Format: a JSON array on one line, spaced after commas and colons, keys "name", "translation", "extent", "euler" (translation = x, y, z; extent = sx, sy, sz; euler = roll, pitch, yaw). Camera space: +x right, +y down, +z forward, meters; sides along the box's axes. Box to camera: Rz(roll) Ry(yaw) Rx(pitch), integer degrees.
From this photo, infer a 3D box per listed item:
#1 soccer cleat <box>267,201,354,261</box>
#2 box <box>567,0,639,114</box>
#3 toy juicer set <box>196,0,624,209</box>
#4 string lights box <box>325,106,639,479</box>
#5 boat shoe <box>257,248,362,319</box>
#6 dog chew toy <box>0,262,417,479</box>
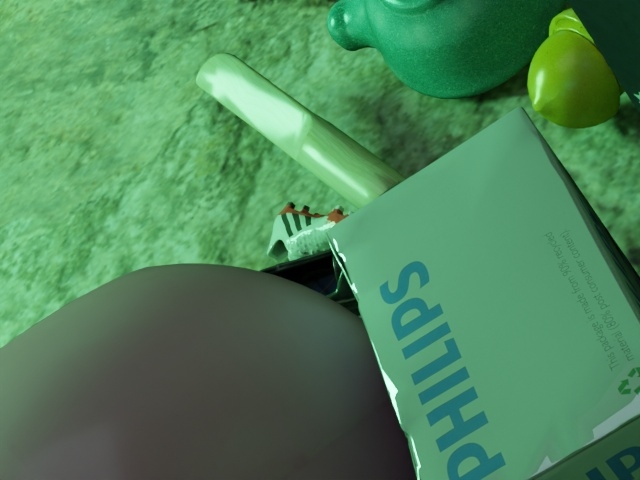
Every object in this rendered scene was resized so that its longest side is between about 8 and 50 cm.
[{"name": "soccer cleat", "translation": [0.000, 0.000, 0.915], "extent": [0.083, 0.029, 0.035], "euler": [9, 72, 53]}, {"name": "box", "translation": [0.202, -0.098, 0.734], "extent": [0.093, 0.158, 0.156], "euler": [-51, 38, -13]}, {"name": "toy juicer set", "translation": [0.092, -0.118, 0.925], "extent": [0.329, 0.089, 0.209], "euler": [-42, 54, 22]}, {"name": "string lights box", "translation": [0.109, 0.095, 0.538], "extent": [0.077, 0.259, 0.133], "euler": [-32, 39, 11]}, {"name": "boat shoe", "translation": [0.019, 0.020, 0.868], "extent": [0.142, 0.040, 0.049], "euler": [-22, 41, 23]}, {"name": "dog chew toy", "translation": [0.000, 0.172, 0.545], "extent": [0.207, 0.332, 0.206], "euler": [-37, -7, -5]}]
